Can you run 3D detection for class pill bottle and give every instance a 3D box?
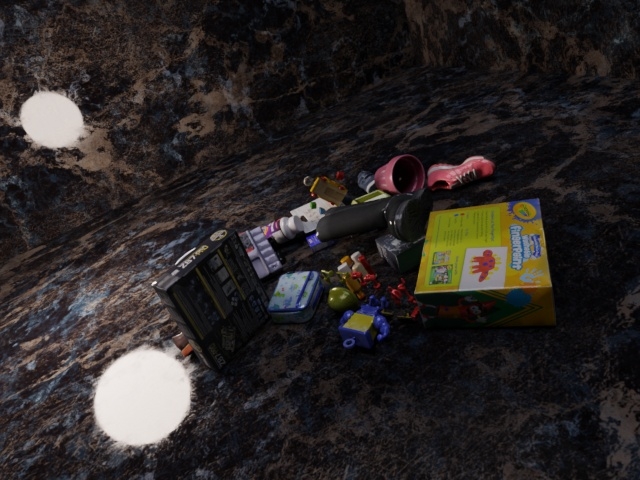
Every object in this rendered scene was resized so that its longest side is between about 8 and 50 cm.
[{"bbox_3d":[-0.180,-0.044,2.085,0.193,0.108,0.108,-23,27,25],"label":"pill bottle"}]

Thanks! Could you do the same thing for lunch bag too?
[{"bbox_3d":[-0.087,0.207,1.688,0.176,0.090,0.219,-4,36,23],"label":"lunch bag"}]

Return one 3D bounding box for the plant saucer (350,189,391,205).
[{"bbox_3d":[0.228,-0.182,2.063,0.188,0.045,0.188,-22,15,-1],"label":"plant saucer"}]

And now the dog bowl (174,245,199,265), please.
[{"bbox_3d":[-0.535,0.125,2.080,0.265,0.104,0.265,-15,31,9],"label":"dog bowl"}]

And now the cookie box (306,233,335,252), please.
[{"bbox_3d":[0.000,0.000,2.007,0.107,0.040,0.092,-23,31,-4],"label":"cookie box"}]

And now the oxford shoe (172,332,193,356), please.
[{"bbox_3d":[-0.428,0.300,1.667,0.271,0.098,0.097,-44,-7,-12],"label":"oxford shoe"}]

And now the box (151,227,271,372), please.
[{"bbox_3d":[-0.343,0.204,1.549,0.097,0.395,0.318,9,43,38],"label":"box"}]

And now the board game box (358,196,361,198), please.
[{"bbox_3d":[0.229,-0.191,2.189,0.090,0.020,0.090,-15,30,10],"label":"board game box"}]

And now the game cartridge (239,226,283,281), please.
[{"bbox_3d":[-0.366,0.107,1.925,0.355,0.068,0.230,-28,76,-10],"label":"game cartridge"}]

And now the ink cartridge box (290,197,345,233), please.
[{"bbox_3d":[0.005,-0.118,2.176,0.239,0.060,0.275,-27,31,-7],"label":"ink cartridge box"}]

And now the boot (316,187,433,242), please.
[{"bbox_3d":[0.170,-0.070,1.726,0.445,0.146,0.367,-7,15,30],"label":"boot"}]

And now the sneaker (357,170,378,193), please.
[{"bbox_3d":[0.296,-0.328,2.301,0.226,0.086,0.163,-30,34,-12],"label":"sneaker"}]

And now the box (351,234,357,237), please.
[{"bbox_3d":[0.268,-0.110,1.993,0.324,0.063,0.067,-22,31,-1],"label":"box"}]

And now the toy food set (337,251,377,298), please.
[{"bbox_3d":[0.142,0.124,1.700,0.111,0.104,0.232,-34,12,5],"label":"toy food set"}]

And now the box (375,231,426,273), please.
[{"bbox_3d":[0.320,0.026,1.717,0.156,0.093,0.158,-28,32,-11],"label":"box"}]

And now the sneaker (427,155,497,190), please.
[{"bbox_3d":[0.629,-0.282,2.025,0.313,0.116,0.136,-8,42,34],"label":"sneaker"}]

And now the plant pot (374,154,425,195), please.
[{"bbox_3d":[0.358,-0.293,2.125,0.201,0.201,0.180,-37,18,-25],"label":"plant pot"}]

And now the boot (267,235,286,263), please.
[{"bbox_3d":[-0.198,0.040,2.009,0.045,0.099,0.121,-25,30,-3],"label":"boot"}]

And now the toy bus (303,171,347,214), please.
[{"bbox_3d":[0.022,-0.246,2.121,0.191,0.202,0.104,-18,30,-5],"label":"toy bus"}]

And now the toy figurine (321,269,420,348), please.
[{"bbox_3d":[0.106,0.239,1.430,0.362,0.191,0.217,5,44,39],"label":"toy figurine"}]

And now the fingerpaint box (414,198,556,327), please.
[{"bbox_3d":[0.527,0.069,1.449,0.371,0.163,0.445,-7,34,25],"label":"fingerpaint box"}]
